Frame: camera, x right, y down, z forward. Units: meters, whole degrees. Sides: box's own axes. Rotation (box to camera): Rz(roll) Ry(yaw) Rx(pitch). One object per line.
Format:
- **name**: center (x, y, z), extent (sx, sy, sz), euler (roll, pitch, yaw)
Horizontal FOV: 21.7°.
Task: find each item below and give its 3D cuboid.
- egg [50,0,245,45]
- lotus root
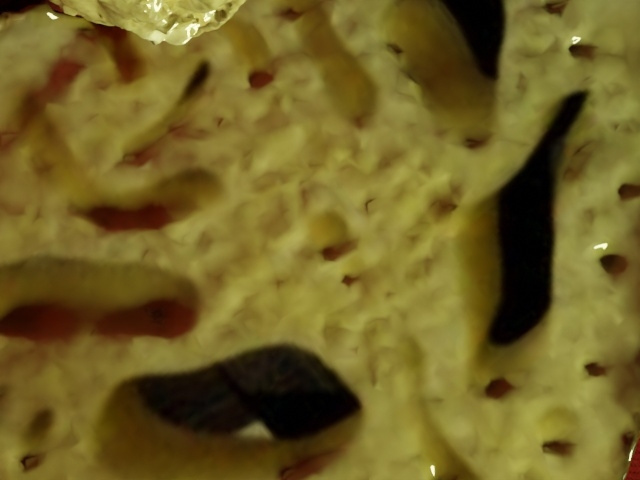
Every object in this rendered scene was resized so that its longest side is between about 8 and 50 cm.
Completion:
- **egg**: center (-0.047, -0.133, 0.519), extent (0.118, 0.116, 0.140), euler (13, 95, -64)
- **lotus root**: center (0.000, 0.000, 0.766), extent (0.390, 0.375, 0.111), euler (-30, 175, -5)
